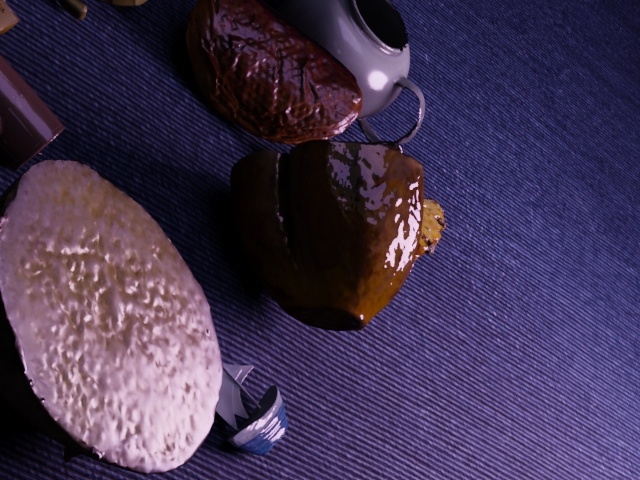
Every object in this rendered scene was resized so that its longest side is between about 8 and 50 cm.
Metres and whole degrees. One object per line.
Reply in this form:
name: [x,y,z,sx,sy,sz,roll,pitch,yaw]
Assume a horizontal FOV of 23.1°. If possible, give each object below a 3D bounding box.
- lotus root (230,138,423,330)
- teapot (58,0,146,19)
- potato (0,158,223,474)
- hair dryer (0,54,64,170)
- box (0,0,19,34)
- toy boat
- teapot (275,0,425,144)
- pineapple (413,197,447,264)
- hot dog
lotus root: [0.000,0.000,1.642,0.199,0.188,0.180,10,72,-12]
teapot: [-0.226,-0.309,1.674,0.119,0.130,0.165,41,64,1]
potato: [-0.211,0.080,1.332,0.299,0.116,0.239,47,36,-36]
hair dryer: [-0.316,-0.094,1.398,0.117,0.064,0.181,49,37,-12]
box: [-0.350,-0.215,1.494,0.073,0.020,0.149,52,31,-6]
toy boat: [-0.087,0.149,1.514,0.149,0.034,0.105,41,33,-26]
teapot: [0.034,-0.249,1.956,0.294,0.129,0.193,59,32,3]
pineapple: [0.060,-0.011,1.833,0.233,0.079,0.135,21,37,-36]
hot dog: [-0.056,-0.198,1.798,0.227,0.099,0.160,37,44,-8]
